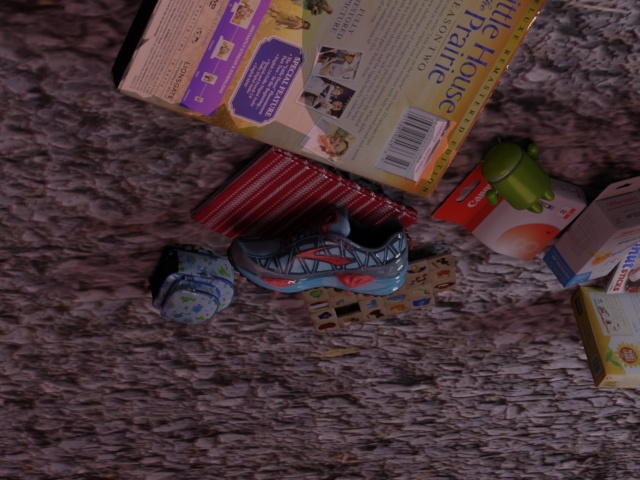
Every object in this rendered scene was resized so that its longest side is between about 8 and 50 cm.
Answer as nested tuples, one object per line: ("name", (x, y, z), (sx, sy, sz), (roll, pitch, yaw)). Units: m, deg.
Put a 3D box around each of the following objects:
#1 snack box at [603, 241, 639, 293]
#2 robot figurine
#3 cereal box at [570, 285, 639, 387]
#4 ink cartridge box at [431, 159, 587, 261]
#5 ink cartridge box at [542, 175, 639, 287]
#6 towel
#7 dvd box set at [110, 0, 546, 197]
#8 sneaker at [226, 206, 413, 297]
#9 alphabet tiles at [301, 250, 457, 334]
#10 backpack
("snack box", (0.500, 0.024, 1.973), (0.064, 0.022, 0.178), (-1, 143, -7))
("robot figurine", (0.270, -0.088, 1.729), (0.115, 0.067, 0.101), (42, 90, -16))
("cereal box", (0.541, 0.159, 2.033), (0.240, 0.173, 0.047), (4, 141, -15))
("ink cartridge box", (0.276, -0.042, 1.826), (0.179, 0.045, 0.145), (12, 138, -29))
("ink cartridge box", (0.424, -0.014, 1.849), (0.104, 0.061, 0.181), (-14, 151, -37))
("towel", (-0.020, -0.037, 1.787), (0.275, 0.031, 0.199), (24, 134, -33))
("dvd box set", (0.017, -0.241, 1.414), (0.421, 0.062, 0.307), (16, 116, -26))
("sneaker", (0.000, 0.000, 1.756), (0.262, 0.104, 0.125), (2, 126, -15))
("alphabet tiles", (0.093, 0.074, 1.941), (0.237, 0.009, 0.198), (-15, 150, 2))
("backpack", (-0.185, 0.072, 1.852), (0.114, 0.084, 0.105), (7, 142, -24))
